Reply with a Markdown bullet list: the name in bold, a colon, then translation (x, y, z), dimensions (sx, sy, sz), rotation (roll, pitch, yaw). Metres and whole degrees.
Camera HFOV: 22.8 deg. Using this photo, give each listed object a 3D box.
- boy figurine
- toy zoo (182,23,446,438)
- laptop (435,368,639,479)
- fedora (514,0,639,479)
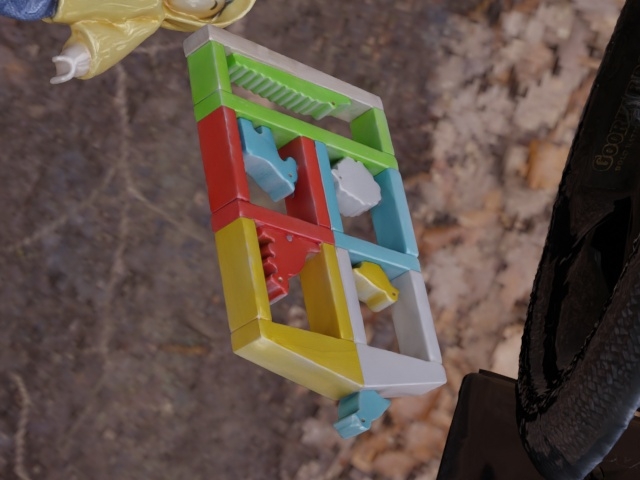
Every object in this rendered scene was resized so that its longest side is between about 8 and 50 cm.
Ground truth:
- **boy figurine**: translation (-0.170, -0.203, 1.212), dimensions (0.285, 0.092, 0.177), rotation (8, 91, -45)
- **toy zoo**: translation (0.000, 0.000, 1.132), dimensions (0.192, 0.030, 0.293), rotation (18, 51, -44)
- **laptop**: translation (0.197, 0.312, 0.769), dimensions (0.236, 0.382, 0.407), rotation (41, 66, -84)
- **fedora**: translation (0.209, -0.027, 0.740), dimensions (0.153, 0.334, 0.334), rotation (19, 97, -1)
